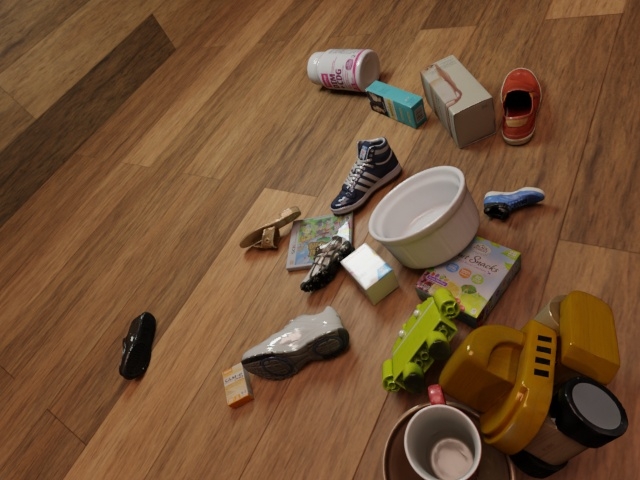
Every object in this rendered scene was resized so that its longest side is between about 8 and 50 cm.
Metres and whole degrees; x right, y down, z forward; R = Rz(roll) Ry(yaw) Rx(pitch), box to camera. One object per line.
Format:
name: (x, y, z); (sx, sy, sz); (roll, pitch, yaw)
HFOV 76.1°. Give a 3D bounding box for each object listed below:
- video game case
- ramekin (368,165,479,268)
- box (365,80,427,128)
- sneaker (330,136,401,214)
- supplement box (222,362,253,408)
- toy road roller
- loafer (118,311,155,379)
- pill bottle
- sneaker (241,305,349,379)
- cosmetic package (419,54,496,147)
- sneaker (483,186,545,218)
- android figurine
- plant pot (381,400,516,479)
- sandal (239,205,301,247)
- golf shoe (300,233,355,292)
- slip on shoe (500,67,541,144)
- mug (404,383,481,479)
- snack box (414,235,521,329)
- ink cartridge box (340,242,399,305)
video game case: (0.000, 0.000, 1.300); (0.212, 0.023, 0.193); (-9, 52, 19)
ramekin: (0.278, -0.055, 1.084); (0.277, 0.135, 0.277); (-32, 26, 18)
box: (0.276, -0.503, 1.508); (0.060, 0.100, 0.244); (-42, 48, -9)
sneaker: (0.123, -0.216, 1.311); (0.282, 0.153, 0.099); (-38, 37, -9)
supplement box: (-0.222, 0.388, 1.095); (0.062, 0.036, 0.098); (-28, 48, 2)
toy road roller: (0.367, 0.222, 0.743); (0.240, 0.202, 0.329); (27, 45, 12)
loafer: (-0.582, 0.334, 1.288); (0.078, 0.080, 0.220); (-21, 43, 22)
pill bottle: (0.093, -0.717, 1.720); (0.283, 0.160, 0.160); (20, 65, 36)
sneaker: (-0.069, 0.272, 1.087); (0.297, 0.111, 0.129); (-20, 33, 5)
cosmetic package: (0.453, -0.467, 1.366); (0.129, 0.153, 0.296); (-23, 47, 9)
sneaker: (0.519, -0.095, 1.104); (0.152, 0.058, 0.084); (1, 49, 31)
android figurine: (0.219, 0.217, 0.901); (0.056, 0.273, 0.248); (33, 104, 1)
plant pot: (0.245, 0.443, 0.784); (0.237, 0.110, 0.237); (-13, 50, 17)
sandal: (-0.156, -0.015, 1.348); (0.240, 0.088, 0.079); (-33, 71, 8)
golf shoe: (0.008, 0.066, 1.198); (0.198, 0.077, 0.094); (-42, 55, 0)
slip on shoe: (0.633, -0.450, 1.300); (0.123, 0.101, 0.331); (2, 54, 28)
mug: (0.220, 0.340, 0.688); (0.113, 0.169, 0.150); (12, 60, 32)
snack box: (0.368, 0.090, 1.026); (0.174, 0.070, 0.207); (27, 67, 39)
ink cartridge box: (0.131, 0.086, 1.127); (0.092, 0.090, 0.143); (-36, 47, -5)
